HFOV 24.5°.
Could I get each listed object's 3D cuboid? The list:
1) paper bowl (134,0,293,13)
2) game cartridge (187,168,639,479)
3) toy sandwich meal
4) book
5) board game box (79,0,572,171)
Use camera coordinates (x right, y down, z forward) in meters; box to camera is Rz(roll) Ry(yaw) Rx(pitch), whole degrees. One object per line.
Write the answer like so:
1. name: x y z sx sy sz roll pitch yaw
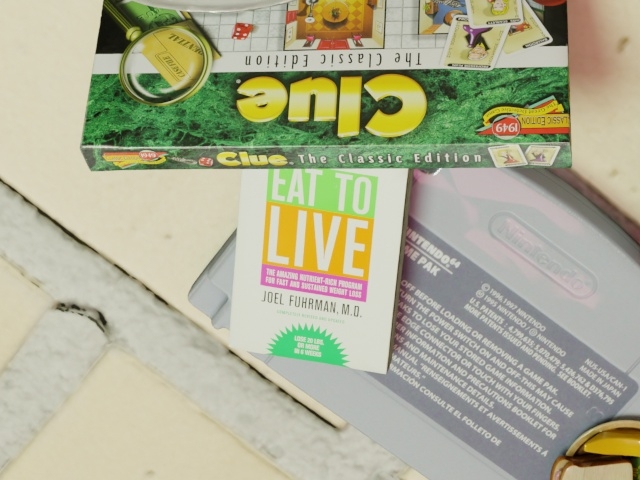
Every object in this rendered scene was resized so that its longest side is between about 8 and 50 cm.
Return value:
1. paper bowl: -0.054 -0.253 0.714 0.284 0.148 0.284 1 103 4
2. game cartridge: 0.092 0.047 0.890 0.294 0.060 0.196 36 115 -8
3. toy sandwich meal: 0.179 0.144 0.875 0.086 0.029 0.085 2 112 6
4. book: 0.000 0.000 0.841 0.096 0.035 0.144 8 113 8
5. board game box: 0.005 -0.101 0.805 0.260 0.136 0.030 0 154 7
